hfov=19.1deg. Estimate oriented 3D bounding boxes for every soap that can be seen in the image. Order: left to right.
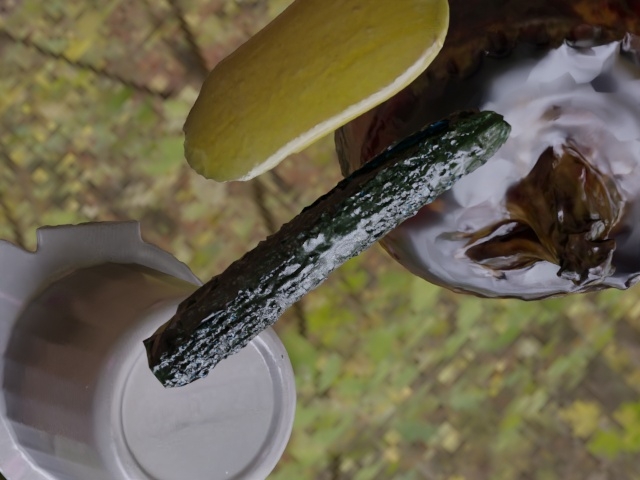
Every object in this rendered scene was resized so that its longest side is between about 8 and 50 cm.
[{"bbox_3d":[-0.005,-0.096,1.030,0.168,0.089,0.033,-31,146,20],"label":"soap"}]

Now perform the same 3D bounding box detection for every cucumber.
[{"bbox_3d":[0.000,0.000,1.095,0.257,0.044,0.043,-37,-150,15],"label":"cucumber"}]

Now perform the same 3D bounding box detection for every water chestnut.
[{"bbox_3d":[0.177,-0.088,1.467,0.302,0.350,0.350,-90,-162,-45],"label":"water chestnut"}]

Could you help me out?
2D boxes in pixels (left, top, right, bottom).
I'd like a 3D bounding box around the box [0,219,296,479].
[{"bbox_3d":[-0.153,0.105,1.586,0.262,0.291,0.206,-49,-155,-18],"label":"box"}]
